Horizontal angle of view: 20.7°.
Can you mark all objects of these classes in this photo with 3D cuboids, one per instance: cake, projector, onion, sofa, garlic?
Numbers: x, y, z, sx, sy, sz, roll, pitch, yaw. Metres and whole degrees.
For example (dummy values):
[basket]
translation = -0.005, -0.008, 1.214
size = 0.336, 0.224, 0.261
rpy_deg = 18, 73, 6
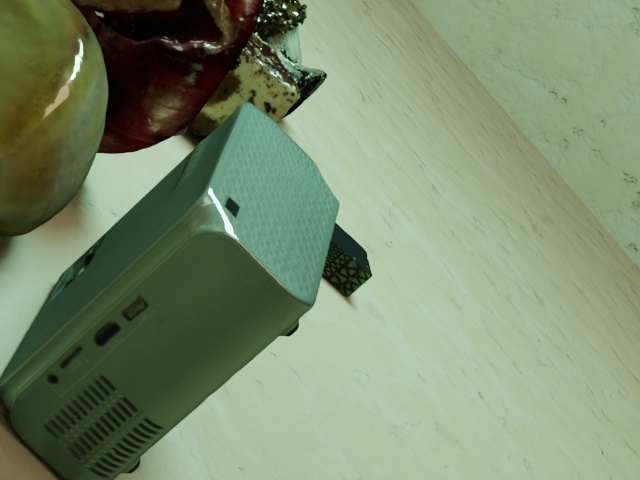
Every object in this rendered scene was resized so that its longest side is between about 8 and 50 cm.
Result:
[cake]
translation = -0.144, -0.204, 1.794
size = 0.246, 0.112, 0.135
rpy_deg = 40, 14, -19
[projector]
translation = -0.094, 0.035, 1.167
size = 0.108, 0.198, 0.250
rpy_deg = 45, 16, -12
[onion]
translation = -0.177, -0.208, 1.404
size = 0.272, 0.272, 0.195
rpy_deg = 54, 23, 20
[sofa]
translation = 0.000, 0.000, 1.828
size = 0.118, 0.039, 0.060
rpy_deg = 43, 17, -22
[garlic]
translation = -0.269, -0.150, 1.268
size = 0.196, 0.151, 0.338
rpy_deg = 4, 44, -52

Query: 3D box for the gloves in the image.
[gloves]
translation = -0.106, -0.284, 2.031
size = 0.210, 0.135, 0.312
rpy_deg = -23, 93, -53
